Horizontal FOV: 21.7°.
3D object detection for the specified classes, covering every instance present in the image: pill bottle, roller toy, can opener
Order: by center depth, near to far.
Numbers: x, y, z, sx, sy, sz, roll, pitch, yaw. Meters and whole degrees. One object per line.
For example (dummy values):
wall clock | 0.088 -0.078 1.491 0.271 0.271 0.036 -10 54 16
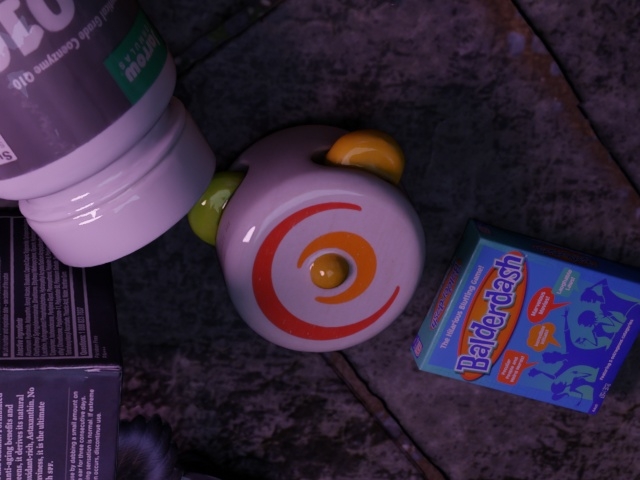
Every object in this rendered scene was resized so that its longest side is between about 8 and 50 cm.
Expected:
pill bottle | -0.250 -0.165 1.403 0.204 0.204 0.361 -30 119 5
roller toy | 0.000 0.000 1.570 0.209 0.146 0.191 -26 119 2
can opener | -0.091 0.270 1.744 0.186 0.073 0.059 26 101 -32

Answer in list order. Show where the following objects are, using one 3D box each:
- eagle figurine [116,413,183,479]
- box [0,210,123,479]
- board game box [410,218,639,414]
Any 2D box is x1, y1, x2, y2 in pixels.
eagle figurine | -0.273 0.299 1.592 0.225 0.298 0.226 -22 128 31
box | -0.333 0.110 1.477 0.294 0.296 0.182 2 117 -11
board game box | 0.220 0.081 1.712 0.210 0.047 0.160 15 113 -17
